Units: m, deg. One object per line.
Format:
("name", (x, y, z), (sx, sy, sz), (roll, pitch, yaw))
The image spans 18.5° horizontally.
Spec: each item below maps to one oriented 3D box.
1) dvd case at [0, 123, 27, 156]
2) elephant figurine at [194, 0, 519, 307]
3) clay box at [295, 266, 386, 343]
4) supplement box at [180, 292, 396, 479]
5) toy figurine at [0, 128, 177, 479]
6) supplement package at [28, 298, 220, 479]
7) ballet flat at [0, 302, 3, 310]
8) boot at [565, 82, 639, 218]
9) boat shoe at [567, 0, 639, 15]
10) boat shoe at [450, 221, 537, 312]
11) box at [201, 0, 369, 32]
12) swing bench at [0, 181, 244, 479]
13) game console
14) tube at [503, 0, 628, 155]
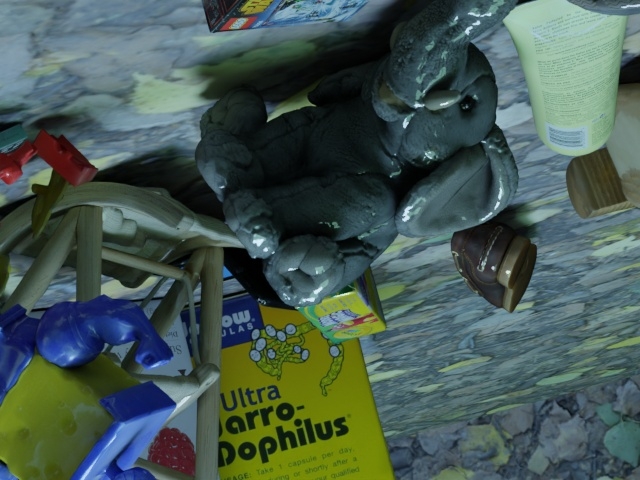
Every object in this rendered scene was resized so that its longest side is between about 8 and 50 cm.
("dvd case", (-0.250, -0.036, 1.294), (0.087, 0.013, 0.119), (-27, 175, -34))
("elephant figurine", (0.053, -0.066, 1.288), (0.239, 0.169, 0.186), (-32, -166, 5))
("clay box", (0.000, 0.000, 1.524), (0.053, 0.127, 0.222), (-17, 166, 7))
("supplement box", (-0.026, 0.237, 1.982), (0.195, 0.356, 0.194), (-14, 168, -2))
("toy figurine", (-0.210, 0.134, 1.294), (0.362, 0.217, 0.191), (-54, 169, 22))
("supplement package", (-0.214, 0.223, 1.859), (0.177, 0.293, 0.175), (-5, 164, -39))
("ballet flat", (-0.335, 0.086, 1.589), (0.147, 0.147, 0.409), (-14, 164, -1))
("boot", (0.328, -0.093, 1.593), (0.211, 0.104, 0.295), (-18, 173, -9))
("boat shoe", (0.286, -0.208, 1.019), (0.355, 0.132, 0.130), (-11, 179, 24))
("boat shoe", (0.171, 0.019, 1.951), (0.073, 0.073, 0.207), (21, 170, 13))
("box", (0.002, -0.157, 1.087), (0.094, 0.027, 0.137), (-9, 166, -30))
("swing bench", (-0.158, 0.083, 1.535), (0.165, 0.254, 0.253), (17, 178, 21))
("game console", (-0.074, 0.044, 1.766), (0.071, 0.107, 0.122), (-49, 157, 15))
("tube", (0.175, -0.126, 1.360), (0.070, 0.062, 0.240), (-57, 164, -9))
